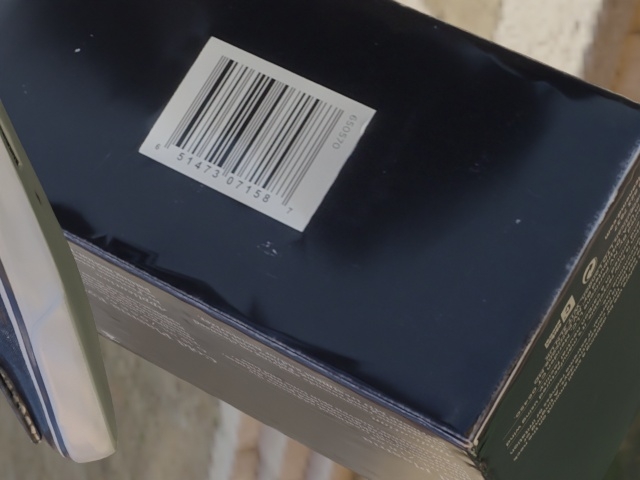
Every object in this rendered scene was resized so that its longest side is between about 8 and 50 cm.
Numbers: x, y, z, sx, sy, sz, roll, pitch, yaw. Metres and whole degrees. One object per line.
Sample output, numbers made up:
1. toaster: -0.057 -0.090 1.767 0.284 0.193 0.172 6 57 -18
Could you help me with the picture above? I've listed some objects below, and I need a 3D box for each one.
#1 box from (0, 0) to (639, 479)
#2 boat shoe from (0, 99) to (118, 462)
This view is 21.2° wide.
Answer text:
1. box: 0.000 0.000 0.928 0.343 0.179 0.312 26 167 21
2. boat shoe: -0.129 -0.005 0.530 0.065 0.083 0.183 -121 10 -79
